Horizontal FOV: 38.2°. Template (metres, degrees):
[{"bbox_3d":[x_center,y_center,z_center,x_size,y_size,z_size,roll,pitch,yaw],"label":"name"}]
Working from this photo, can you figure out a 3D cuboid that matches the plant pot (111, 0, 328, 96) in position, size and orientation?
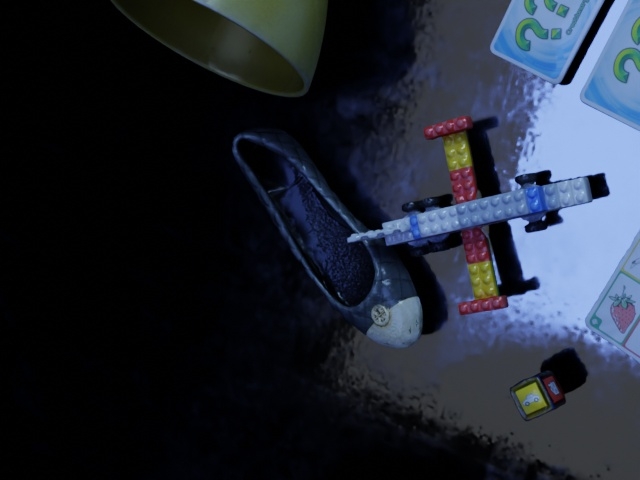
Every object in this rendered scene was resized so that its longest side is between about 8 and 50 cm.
[{"bbox_3d":[-0.047,-0.160,0.554,0.134,0.134,0.095,23,83,25],"label":"plant pot"}]

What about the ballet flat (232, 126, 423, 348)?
[{"bbox_3d":[0.000,0.000,0.581,0.057,0.049,0.173,-45,75,23],"label":"ballet flat"}]

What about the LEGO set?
[{"bbox_3d":[0.130,-0.025,0.495,0.182,0.060,0.244,37,113,28],"label":"LEGO set"}]
